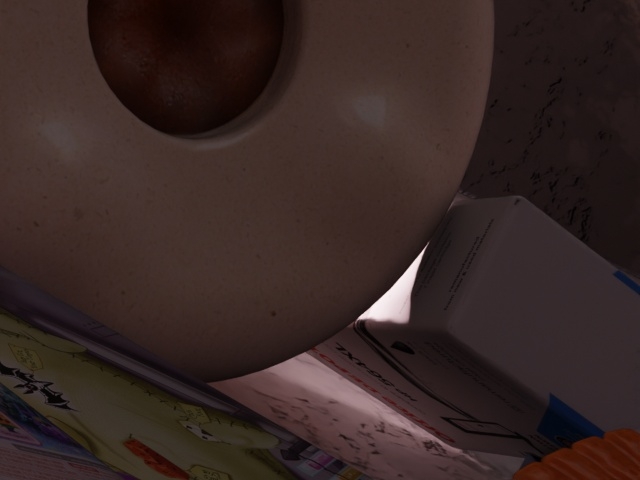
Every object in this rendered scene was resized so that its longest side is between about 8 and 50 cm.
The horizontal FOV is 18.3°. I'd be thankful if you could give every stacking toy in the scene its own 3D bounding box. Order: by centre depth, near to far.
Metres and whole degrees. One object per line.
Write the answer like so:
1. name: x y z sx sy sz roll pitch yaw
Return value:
1. stacking toy: -0.164 -0.116 1.103 0.351 0.350 0.480 22 -8 -31

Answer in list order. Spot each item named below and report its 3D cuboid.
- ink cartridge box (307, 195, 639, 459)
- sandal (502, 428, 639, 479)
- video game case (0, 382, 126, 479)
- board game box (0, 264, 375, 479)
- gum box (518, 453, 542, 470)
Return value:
1. ink cartridge box: 0.088 0.051 1.074 0.148 0.086 0.203 35 -16 -21
2. sandal: 0.094 0.144 0.811 0.265 0.076 0.102 -5 43 -37
3. video game case: -0.113 0.046 0.514 0.143 0.019 0.157 32 3 32
4. board game box: -0.099 0.072 0.641 0.347 0.056 0.208 29 19 14
5. gum box: 0.197 0.183 1.013 0.184 0.041 0.157 24 7 -15
